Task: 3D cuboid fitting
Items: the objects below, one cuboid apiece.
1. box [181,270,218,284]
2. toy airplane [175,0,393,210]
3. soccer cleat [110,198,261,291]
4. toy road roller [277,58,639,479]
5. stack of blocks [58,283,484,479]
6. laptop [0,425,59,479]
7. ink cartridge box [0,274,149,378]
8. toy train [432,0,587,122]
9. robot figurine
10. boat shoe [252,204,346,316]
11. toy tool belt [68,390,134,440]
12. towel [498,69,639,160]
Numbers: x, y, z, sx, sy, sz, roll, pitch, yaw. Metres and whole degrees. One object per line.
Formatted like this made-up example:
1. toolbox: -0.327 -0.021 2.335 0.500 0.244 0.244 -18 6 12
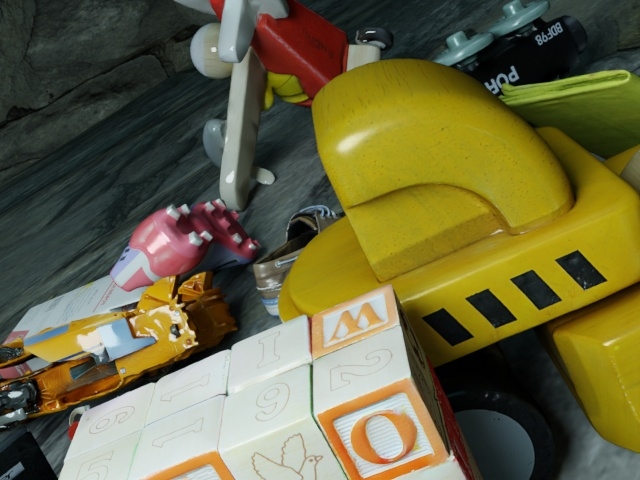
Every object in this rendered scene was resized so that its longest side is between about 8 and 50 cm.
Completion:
1. box: -0.153 0.029 1.049 0.083 0.018 0.067 -6 30 44
2. toy airplane: -0.095 -0.288 1.221 0.272 0.385 0.386 3 36 35
3. soccer cleat: -0.140 0.009 0.914 0.095 0.083 0.248 -38 -7 10
4. toy road roller: 0.130 -0.012 0.499 0.329 0.241 0.202 -24 21 7
5. stack of blocks: -0.063 0.164 0.415 0.297 0.171 0.087 -24 21 9
6. laptop: -0.286 0.226 0.549 0.234 0.137 0.264 -37 18 -28
7. ink cartridge box: -0.251 0.095 0.943 0.198 0.067 0.115 -22 21 16
8. toy train: 0.158 -0.166 0.996 0.334 0.142 0.190 -34 12 -20
9. robot figurine: -0.234 0.113 0.791 0.290 0.085 0.211 -20 -4 7
10. boat shoe: 0.000 0.000 0.870 0.066 0.066 0.183 -6 29 42
11. toy tool belt: -0.172 0.160 0.739 0.083 0.052 0.051 -18 -14 12
12. towel: 0.243 -0.086 0.639 0.237 0.021 0.102 13 -12 -43
